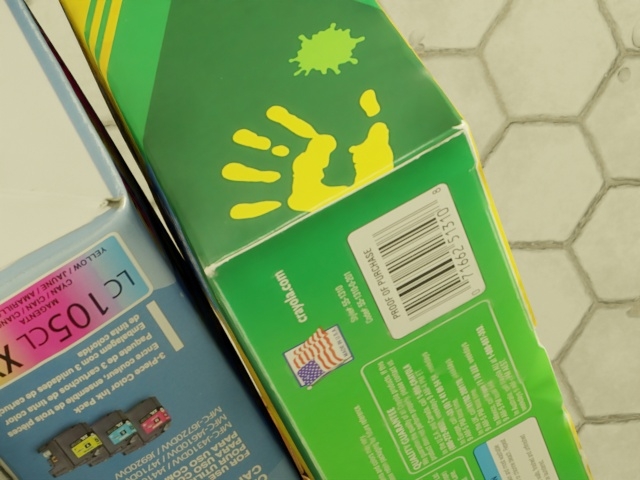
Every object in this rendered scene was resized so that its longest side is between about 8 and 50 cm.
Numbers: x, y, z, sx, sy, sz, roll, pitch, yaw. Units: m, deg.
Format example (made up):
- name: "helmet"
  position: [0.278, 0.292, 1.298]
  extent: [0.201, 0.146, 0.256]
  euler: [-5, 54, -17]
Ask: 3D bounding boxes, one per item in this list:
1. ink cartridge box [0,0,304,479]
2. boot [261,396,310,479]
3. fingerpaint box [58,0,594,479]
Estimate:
- name: "ink cartridge box"
  position: [-0.148, 0.057, 1.160]
  extent: [0.270, 0.151, 0.395]
  euler: [58, -5, 43]
- name: "boot"
  position: [-0.040, 0.256, 2.021]
  extent: [0.220, 0.109, 0.283]
  euler: [2, -43, 41]
- name: "fingerpaint box"
  position: [0.000, 0.000, 1.172]
  extent: [0.371, 0.163, 0.445]
  euler: [59, -4, 42]
